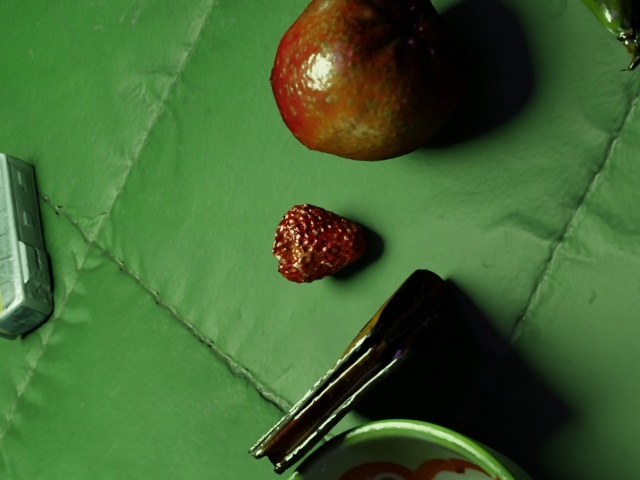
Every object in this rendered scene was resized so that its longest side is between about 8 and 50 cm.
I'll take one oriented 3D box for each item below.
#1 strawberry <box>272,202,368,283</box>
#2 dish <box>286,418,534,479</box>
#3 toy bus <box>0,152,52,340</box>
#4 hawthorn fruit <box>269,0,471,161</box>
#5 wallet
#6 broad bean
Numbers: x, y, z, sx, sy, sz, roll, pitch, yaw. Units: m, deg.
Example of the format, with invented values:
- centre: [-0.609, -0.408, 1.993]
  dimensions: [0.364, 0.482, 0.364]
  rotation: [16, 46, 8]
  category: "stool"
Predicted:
- centre: [0.000, 0.000, 1.628]
  dimensions: [0.083, 0.073, 0.073]
  rotation: [-11, 71, 26]
  category: "strawberry"
- centre: [0.097, 0.300, 1.423]
  dimensions: [0.324, 0.124, 0.324]
  rotation: [-5, 83, 41]
  category: "dish"
- centre: [-0.328, 0.005, 1.936]
  dimensions: [0.075, 0.064, 0.190]
  rotation: [-24, 63, 23]
  category: "toy bus"
- centre: [0.031, -0.136, 1.587]
  dimensions: [0.194, 0.157, 0.157]
  rotation: [-36, 55, 53]
  category: "hawthorn fruit"
- centre: [0.028, 0.102, 1.502]
  dimensions: [0.042, 0.195, 0.161]
  rotation: [45, 113, 0]
  category: "wallet"
- centre: [0.192, -0.222, 1.525]
  dimensions: [0.227, 0.039, 0.069]
  rotation: [46, 116, 39]
  category: "broad bean"
